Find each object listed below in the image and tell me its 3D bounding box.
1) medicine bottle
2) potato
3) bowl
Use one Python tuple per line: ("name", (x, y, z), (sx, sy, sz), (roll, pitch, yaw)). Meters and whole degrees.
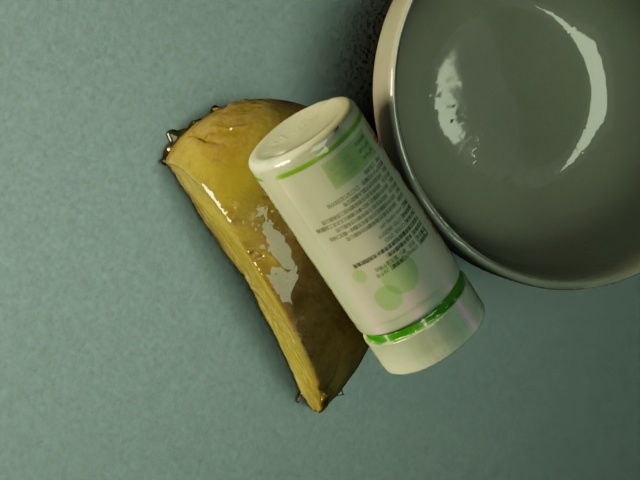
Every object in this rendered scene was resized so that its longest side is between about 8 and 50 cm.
("medicine bottle", (0.033, -0.003, 1.238), (0.086, 0.086, 0.183), (-39, 111, -12))
("potato", (0.000, 0.000, 1.324), (0.138, 0.098, 0.243), (-33, 103, -15))
("bowl", (0.162, -0.112, 1.341), (0.287, 0.144, 0.287), (-1, 94, -17))
